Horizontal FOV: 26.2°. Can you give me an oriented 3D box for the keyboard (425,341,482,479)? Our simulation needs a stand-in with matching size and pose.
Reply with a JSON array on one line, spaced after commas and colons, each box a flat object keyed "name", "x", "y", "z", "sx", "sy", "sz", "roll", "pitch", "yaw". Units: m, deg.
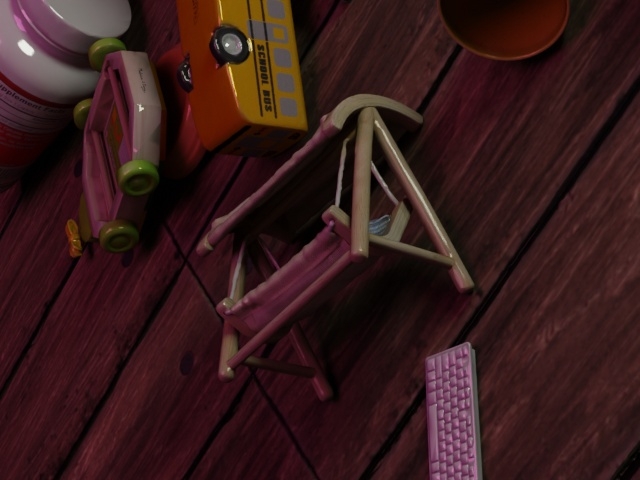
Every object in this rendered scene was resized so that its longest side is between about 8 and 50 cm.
[{"name": "keyboard", "x": 0.134, "y": 0.232, "z": 1.382, "sx": 0.072, "sy": 0.014, "sz": 0.256, "roll": -24, "pitch": 58, "yaw": 45}]

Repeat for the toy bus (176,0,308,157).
[{"name": "toy bus", "x": -0.109, "y": -0.280, "z": 1.741, "sx": 0.108, "sy": 0.130, "sz": 0.332, "roll": -30, "pitch": 62, "yaw": 52}]

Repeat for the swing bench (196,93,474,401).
[{"name": "swing bench", "x": 0.000, "y": 0.000, "z": 1.515, "sx": 0.253, "sy": 0.165, "sz": 0.254, "roll": -43, "pitch": 46, "yaw": 34}]

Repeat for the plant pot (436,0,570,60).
[{"name": "plant pot", "x": 0.194, "y": -0.267, "z": 1.419, "sx": 0.134, "sy": 0.134, "sz": 0.095, "roll": -37, "pitch": 22, "yaw": 38}]

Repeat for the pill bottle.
[{"name": "pill bottle", "x": -0.478, "y": -0.263, "z": 2.163, "sx": 0.408, "sy": 0.229, "sz": 0.229, "roll": -40, "pitch": 48, "yaw": 35}]

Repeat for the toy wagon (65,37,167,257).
[{"name": "toy wagon", "x": -0.299, "y": -0.109, "z": 1.974, "sx": 0.344, "sy": 0.068, "sz": 0.267, "roll": 115, "pitch": 147, "yaw": -43}]

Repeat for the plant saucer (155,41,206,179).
[{"name": "plant saucer", "x": -0.203, "y": -0.185, "z": 1.921, "sx": 0.200, "sy": 0.037, "sz": 0.200, "roll": -18, "pitch": 69, "yaw": 55}]

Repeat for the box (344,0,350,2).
[{"name": "box", "x": 0.012, "y": -0.414, "z": 1.756, "sx": 0.191, "sy": 0.045, "sz": 0.184, "roll": 36, "pitch": 108, "yaw": 51}]
